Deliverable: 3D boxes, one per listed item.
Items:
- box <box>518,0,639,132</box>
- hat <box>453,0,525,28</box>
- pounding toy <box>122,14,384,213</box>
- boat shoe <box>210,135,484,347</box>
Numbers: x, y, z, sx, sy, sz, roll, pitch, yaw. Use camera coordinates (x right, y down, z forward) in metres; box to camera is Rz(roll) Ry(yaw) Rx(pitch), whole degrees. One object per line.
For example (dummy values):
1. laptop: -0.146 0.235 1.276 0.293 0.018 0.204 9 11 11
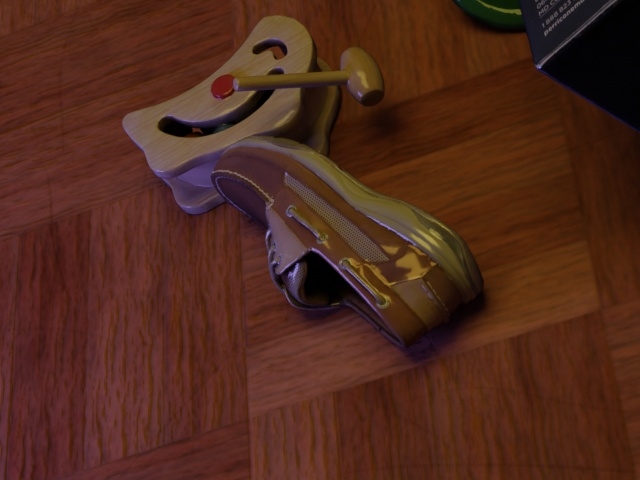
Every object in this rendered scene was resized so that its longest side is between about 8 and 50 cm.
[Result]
1. box: 0.322 -0.274 1.694 0.212 0.293 0.395 -42 37 31
2. hat: 0.208 -0.315 2.029 0.173 0.183 0.208 -26 85 16
3. pounding toy: -0.074 -0.155 1.951 0.269 0.155 0.154 -21 49 12
4. boat shoe: 0.000 0.000 1.802 0.324 0.123 0.116 27 71 44
